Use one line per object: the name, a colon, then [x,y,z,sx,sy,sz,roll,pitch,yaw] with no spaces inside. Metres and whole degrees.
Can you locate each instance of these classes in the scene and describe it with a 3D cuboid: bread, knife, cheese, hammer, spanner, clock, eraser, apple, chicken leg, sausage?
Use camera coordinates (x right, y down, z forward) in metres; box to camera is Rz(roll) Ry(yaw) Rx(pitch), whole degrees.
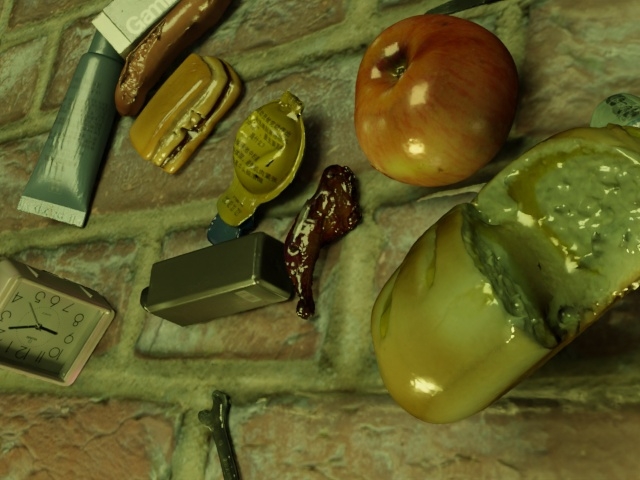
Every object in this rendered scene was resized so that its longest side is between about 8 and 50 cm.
bread: [0.184,0.027,0.866,0.333,0.333,0.160,-43,74,17]
knife: [0.201,-0.312,1.222,0.170,0.010,0.023,-8,65,40]
cheese: [-0.092,-0.094,1.331,0.156,0.064,0.250,46,111,45]
hammer: [0.370,-0.136,0.945,0.194,0.069,0.116,-27,18,10]
spanner: [-0.110,0.300,1.184,0.054,0.015,0.254,-40,48,22]
clock: [-0.426,0.124,1.417,0.063,0.197,0.150,35,93,43]
eraser: [-0.282,-0.407,1.608,0.212,0.046,0.092,-43,76,0]
apple: [0.129,-0.163,1.102,0.209,0.164,0.209,-22,54,34]
bread: [-0.216,-0.206,1.491,0.200,0.077,0.116,-48,38,11]
chicken leg: [-0.005,-0.003,1.224,0.093,0.053,0.205,23,89,30]
sausage: [-0.251,-0.330,1.576,0.304,0.078,0.078,-44,47,16]

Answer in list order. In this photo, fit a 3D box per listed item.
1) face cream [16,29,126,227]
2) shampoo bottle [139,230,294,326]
face cream: [-0.409,-0.218,1.652,0.136,0.086,0.385,15,80,17]
shampoo bottle: [-0.150,0.058,1.294,0.246,0.080,0.079,-16,58,34]
